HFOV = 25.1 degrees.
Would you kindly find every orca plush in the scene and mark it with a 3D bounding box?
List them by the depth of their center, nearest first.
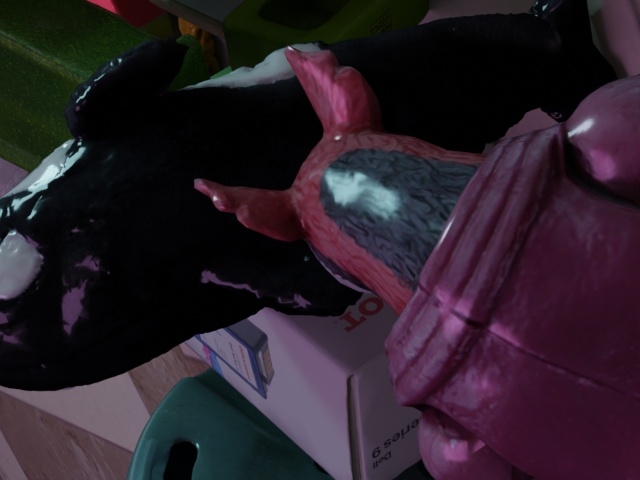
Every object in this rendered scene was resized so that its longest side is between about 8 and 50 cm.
[{"bbox_3d":[0.000,0.000,0.544,0.151,0.287,0.102,96,153,-43],"label":"orca plush"}]

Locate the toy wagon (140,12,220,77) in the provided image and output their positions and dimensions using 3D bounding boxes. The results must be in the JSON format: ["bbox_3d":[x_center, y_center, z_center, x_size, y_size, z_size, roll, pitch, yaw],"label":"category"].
[{"bbox_3d":[-0.195,-0.192,0.946,0.344,0.068,0.267,39,150,34],"label":"toy wagon"}]

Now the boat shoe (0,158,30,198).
[{"bbox_3d":[-0.108,-0.028,0.837,0.103,0.113,0.302,49,-170,11],"label":"boat shoe"}]

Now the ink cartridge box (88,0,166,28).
[{"bbox_3d":[-0.161,-0.170,0.796,0.231,0.078,0.134,-12,111,35],"label":"ink cartridge box"}]

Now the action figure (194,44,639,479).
[{"bbox_3d":[0.128,0.061,0.387,0.370,0.276,0.248,22,115,6],"label":"action figure"}]

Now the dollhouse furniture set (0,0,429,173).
[{"bbox_3d":[-0.075,-0.181,0.565,0.151,0.197,0.301,28,148,29],"label":"dollhouse furniture set"}]

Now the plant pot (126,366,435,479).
[{"bbox_3d":[0.020,0.241,0.797,0.341,0.341,0.334,39,141,33],"label":"plant pot"}]

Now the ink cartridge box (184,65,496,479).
[{"bbox_3d":[0.005,0.001,0.707,0.212,0.154,0.093,38,149,35],"label":"ink cartridge box"}]
